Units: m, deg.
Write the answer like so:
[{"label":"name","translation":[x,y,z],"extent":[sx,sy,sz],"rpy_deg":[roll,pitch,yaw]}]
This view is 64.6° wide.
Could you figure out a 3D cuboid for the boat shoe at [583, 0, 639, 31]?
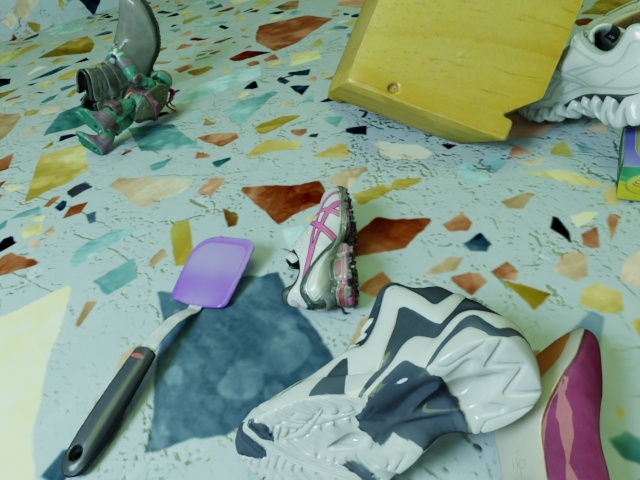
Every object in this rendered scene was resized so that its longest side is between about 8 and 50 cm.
[{"label":"boat shoe","translation":[0.603,-0.402,0.886],"extent":[0.277,0.098,0.096],"rpy_deg":[-15,40,-2]}]

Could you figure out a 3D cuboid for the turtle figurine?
[{"label":"turtle figurine","translation":[-0.351,-0.269,0.942],"extent":[0.118,0.175,0.234],"rpy_deg":[25,57,7]}]

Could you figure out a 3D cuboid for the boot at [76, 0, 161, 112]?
[{"label":"boot","translation":[-0.403,-0.353,0.998],"extent":[0.083,0.246,0.161],"rpy_deg":[37,52,12]}]

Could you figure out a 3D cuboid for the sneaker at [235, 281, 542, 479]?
[{"label":"sneaker","translation":[0.048,0.109,0.425],"extent":[0.235,0.094,0.153],"rpy_deg":[-32,9,15]}]

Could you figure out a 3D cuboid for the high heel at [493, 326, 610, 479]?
[{"label":"high heel","translation":[0.180,0.162,0.349],"extent":[0.117,0.082,0.244],"rpy_deg":[42,42,10]}]

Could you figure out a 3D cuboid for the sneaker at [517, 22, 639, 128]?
[{"label":"sneaker","translation":[0.354,-0.222,0.674],"extent":[0.110,0.118,0.292],"rpy_deg":[-23,17,-5]}]

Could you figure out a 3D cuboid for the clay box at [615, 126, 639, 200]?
[{"label":"clay box","translation":[0.467,-0.088,0.574],"extent":[0.222,0.053,0.127],"rpy_deg":[9,43,26]}]

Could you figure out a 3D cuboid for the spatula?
[{"label":"spatula","translation":[-0.165,0.101,0.527],"extent":[0.084,0.030,0.296],"rpy_deg":[7,43,23]}]

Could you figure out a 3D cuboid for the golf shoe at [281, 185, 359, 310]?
[{"label":"golf shoe","translation":[0.000,0.000,0.578],"extent":[0.086,0.067,0.186],"rpy_deg":[-6,39,10]}]

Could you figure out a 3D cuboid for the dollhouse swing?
[{"label":"dollhouse swing","translation":[0.191,-0.337,0.796],"extent":[0.315,0.346,0.305],"rpy_deg":[22,2,5]}]
